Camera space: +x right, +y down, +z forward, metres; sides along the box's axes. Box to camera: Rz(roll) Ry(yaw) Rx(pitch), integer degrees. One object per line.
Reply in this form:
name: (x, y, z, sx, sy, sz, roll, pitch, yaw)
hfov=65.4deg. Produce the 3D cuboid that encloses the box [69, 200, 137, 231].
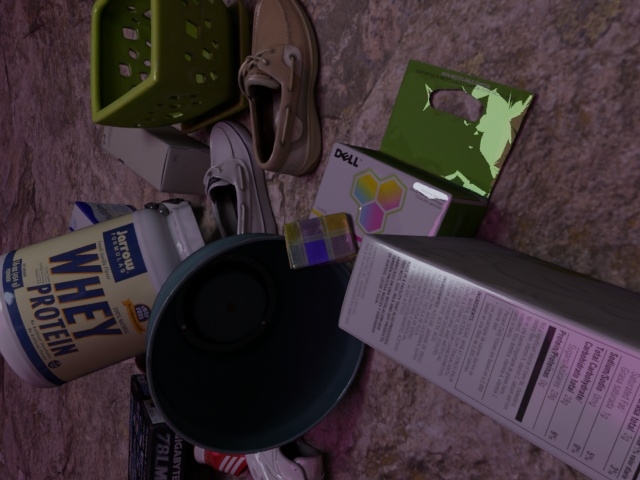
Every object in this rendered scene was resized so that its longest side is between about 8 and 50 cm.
box: (-0.470, -0.028, 1.125, 0.126, 0.137, 0.072, 34, 112, 38)

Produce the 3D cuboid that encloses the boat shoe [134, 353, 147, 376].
boat shoe: (-0.283, 0.240, 0.930, 0.285, 0.090, 0.104, -20, 64, 60)

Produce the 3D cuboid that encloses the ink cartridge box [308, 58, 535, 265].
ink cartridge box: (0.108, -0.086, 0.612, 0.189, 0.097, 0.255, 33, 113, 38)

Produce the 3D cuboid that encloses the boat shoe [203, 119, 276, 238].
boat shoe: (-0.158, -0.094, 0.865, 0.096, 0.088, 0.267, -27, 72, 41)

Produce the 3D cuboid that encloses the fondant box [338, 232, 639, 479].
fondant box: (0.217, 0.089, 0.414, 0.330, 0.238, 0.096, 26, 107, 40)

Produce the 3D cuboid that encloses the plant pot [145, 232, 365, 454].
plant pot: (-0.109, 0.119, 0.715, 0.196, 0.293, 0.292, 24, 107, 61)

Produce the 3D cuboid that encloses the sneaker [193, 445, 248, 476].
sneaker: (-0.140, 0.304, 0.879, 0.128, 0.087, 0.221, 13, 99, 25)

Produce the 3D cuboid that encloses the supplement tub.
supplement tub: (-0.343, 0.083, 0.844, 0.235, 0.325, 0.235, 160, 90, -78)

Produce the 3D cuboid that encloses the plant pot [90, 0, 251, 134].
plant pot: (-0.249, -0.315, 0.864, 0.228, 0.207, 0.226, -9, 80, 44)

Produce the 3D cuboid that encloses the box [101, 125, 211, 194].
box: (-0.336, -0.185, 1.018, 0.275, 0.113, 0.094, 33, 113, 39)

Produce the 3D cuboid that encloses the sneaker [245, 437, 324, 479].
sneaker: (-0.030, 0.378, 0.754, 0.115, 0.090, 0.232, -50, 60, 28)

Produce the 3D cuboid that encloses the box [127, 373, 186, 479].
box: (-0.332, 0.447, 0.986, 0.293, 0.074, 0.295, -173, 86, -65)

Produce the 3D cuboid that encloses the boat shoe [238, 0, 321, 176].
boat shoe: (-0.071, -0.251, 0.776, 0.109, 0.098, 0.301, -10, 83, 43)

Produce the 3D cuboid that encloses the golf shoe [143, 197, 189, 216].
golf shoe: (-0.315, -0.044, 1.032, 0.198, 0.094, 0.077, -5, 104, 67)

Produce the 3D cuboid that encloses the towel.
towel: (0.000, 0.000, 0.605, 0.009, 0.084, 0.060, 119, 141, -82)
